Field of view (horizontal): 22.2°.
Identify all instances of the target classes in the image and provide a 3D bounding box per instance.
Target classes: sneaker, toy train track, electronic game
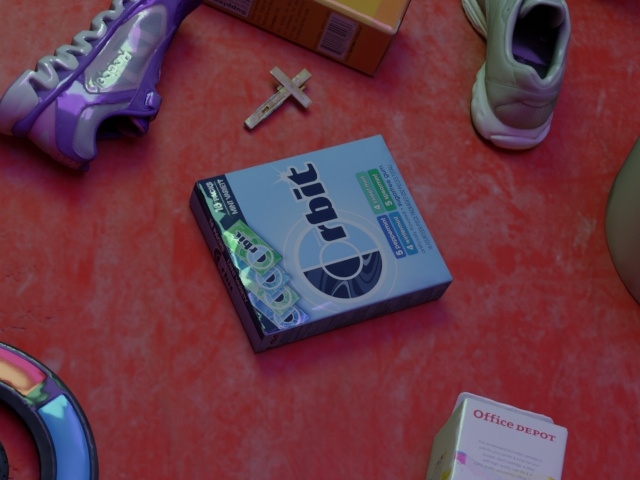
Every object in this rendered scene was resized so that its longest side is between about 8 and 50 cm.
[{"bbox_3d":[-0.174,-0.146,1.438,0.104,0.095,0.236,43,64,2],"label":"sneaker"},{"bbox_3d":[-0.040,-0.129,1.507,0.048,0.014,0.083,45,65,3],"label":"toy train track"},{"bbox_3d":[-0.284,0.175,1.244,0.229,0.048,0.229,7,60,-12],"label":"electronic game"},{"bbox_3d":[0.199,-0.222,1.563,0.099,0.121,0.262,5,60,-14],"label":"sneaker"}]

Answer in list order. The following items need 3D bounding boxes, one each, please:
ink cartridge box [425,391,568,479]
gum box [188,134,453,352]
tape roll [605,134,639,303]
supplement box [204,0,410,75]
[{"bbox_3d":[0.137,0.203,1.323,0.092,0.090,0.143,19,57,-5],"label":"ink cartridge box"},{"bbox_3d":[0.000,0.000,1.428,0.184,0.041,0.157,-16,67,-24],"label":"gum box"},{"bbox_3d":[0.396,-0.039,1.472,0.246,0.169,0.246,3,62,-6],"label":"tape roll"},{"bbox_3d":[-0.033,-0.246,1.537,0.233,0.080,0.078,25,57,-3],"label":"supplement box"}]
